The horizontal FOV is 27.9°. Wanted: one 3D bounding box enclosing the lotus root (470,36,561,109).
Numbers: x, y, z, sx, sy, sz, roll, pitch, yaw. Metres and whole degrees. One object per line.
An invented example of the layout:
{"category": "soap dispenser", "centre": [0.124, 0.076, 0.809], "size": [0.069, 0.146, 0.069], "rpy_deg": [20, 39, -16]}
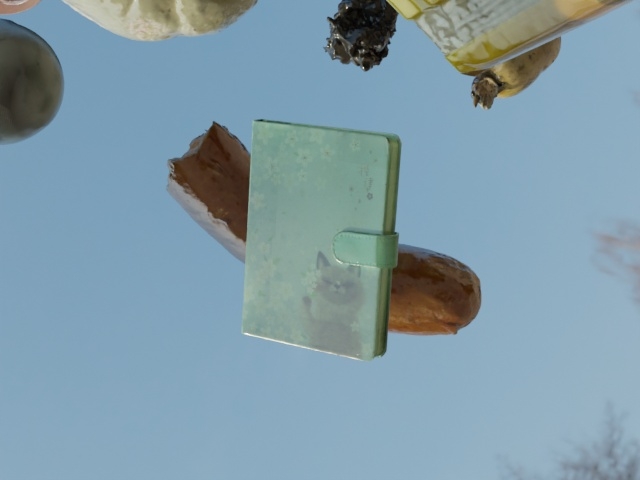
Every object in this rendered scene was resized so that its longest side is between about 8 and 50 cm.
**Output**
{"category": "lotus root", "centre": [0.195, -0.185, 1.292], "size": [0.152, 0.063, 0.072], "rpy_deg": [-48, -49, -23]}

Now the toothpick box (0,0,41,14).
{"category": "toothpick box", "centre": [-0.168, -0.210, 0.704], "size": [0.098, 0.098, 0.149], "rpy_deg": [57, -139, -48]}

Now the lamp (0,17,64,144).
{"category": "lamp", "centre": [-0.261, -0.128, 1.047], "size": [0.105, 0.105, 0.105], "rpy_deg": [-26, -56, -47]}

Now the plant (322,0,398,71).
{"category": "plant", "centre": [0.052, -0.245, 1.309], "size": [0.087, 0.085, 0.174], "rpy_deg": [30, -120, -30]}

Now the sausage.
{"category": "sausage", "centre": [-0.002, 0.004, 1.115], "size": [0.103, 0.302, 0.076], "rpy_deg": [-53, 14, 29]}

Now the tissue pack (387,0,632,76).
{"category": "tissue pack", "centre": [0.203, -0.304, 0.846], "size": [0.228, 0.382, 0.293], "rpy_deg": [49, -113, -11]}

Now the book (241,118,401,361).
{"category": "book", "centre": [0.000, -0.001, 0.771], "size": [0.017, 0.103, 0.135], "rpy_deg": [-12, -71, -58]}

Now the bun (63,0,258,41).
{"category": "bun", "centre": [-0.189, -0.419, 1.507], "size": [0.365, 0.219, 0.365], "rpy_deg": [1, -93, -14]}
